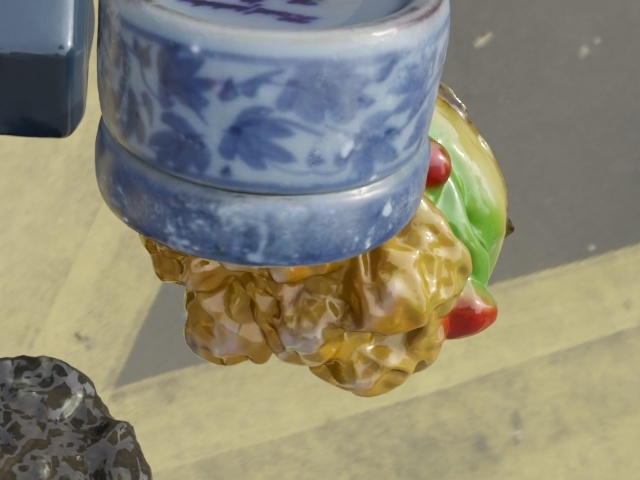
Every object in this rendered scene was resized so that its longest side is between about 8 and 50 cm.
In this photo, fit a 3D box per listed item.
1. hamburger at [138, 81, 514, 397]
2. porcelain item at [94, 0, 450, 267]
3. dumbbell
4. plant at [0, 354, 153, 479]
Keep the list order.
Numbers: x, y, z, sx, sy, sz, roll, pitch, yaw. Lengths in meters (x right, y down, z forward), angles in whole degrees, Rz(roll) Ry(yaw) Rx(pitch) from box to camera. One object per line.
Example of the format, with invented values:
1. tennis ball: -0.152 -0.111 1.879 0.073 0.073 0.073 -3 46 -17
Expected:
1. hamburger: 0.000 0.000 1.001 0.237 0.237 0.149 37 48 -10
2. porcelain item: -0.022 -0.063 0.694 0.147 0.114 0.147 4 29 -2
3. dumbbell: -0.305 -0.145 1.048 0.316 0.156 0.143 1 50 -7
4. plant: -0.252 0.242 1.255 0.213 0.312 0.215 43 58 6
